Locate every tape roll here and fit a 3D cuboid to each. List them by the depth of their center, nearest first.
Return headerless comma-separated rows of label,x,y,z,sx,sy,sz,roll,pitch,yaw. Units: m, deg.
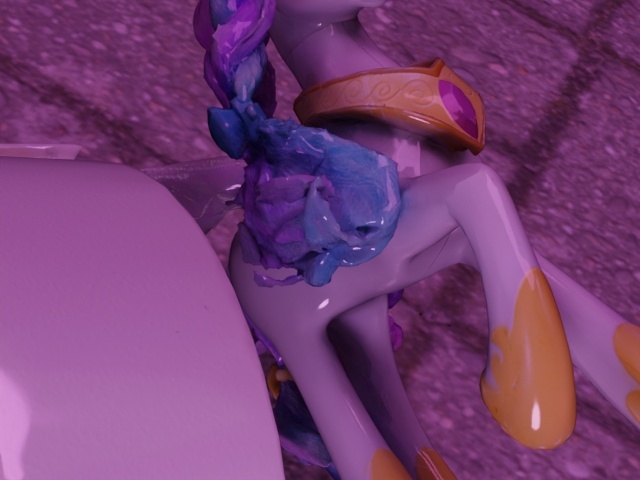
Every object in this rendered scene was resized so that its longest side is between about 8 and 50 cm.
tape roll,-0.123,0.108,0.677,0.100,0.286,0.286,-1,44,-31

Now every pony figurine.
pony figurine,0.000,0.000,0.887,0.303,0.351,0.363,-19,74,-40
